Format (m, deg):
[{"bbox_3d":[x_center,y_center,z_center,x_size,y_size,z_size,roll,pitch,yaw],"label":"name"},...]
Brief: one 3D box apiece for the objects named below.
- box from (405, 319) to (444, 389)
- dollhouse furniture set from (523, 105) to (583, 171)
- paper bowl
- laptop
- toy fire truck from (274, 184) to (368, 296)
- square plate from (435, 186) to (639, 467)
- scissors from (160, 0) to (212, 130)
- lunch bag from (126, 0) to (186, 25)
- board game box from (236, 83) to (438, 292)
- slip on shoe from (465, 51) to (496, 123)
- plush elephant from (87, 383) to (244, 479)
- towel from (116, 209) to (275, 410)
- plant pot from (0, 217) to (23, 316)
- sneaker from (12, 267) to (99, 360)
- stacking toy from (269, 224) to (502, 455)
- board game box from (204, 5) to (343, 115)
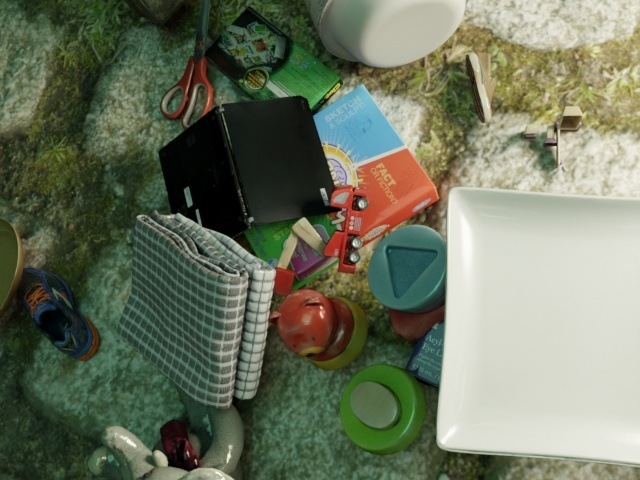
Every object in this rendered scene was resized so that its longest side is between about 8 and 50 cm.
[{"bbox_3d":[0.243,0.147,1.102,0.153,0.108,0.207,22,81,19],"label":"box"},{"bbox_3d":[0.377,-0.161,1.156,0.091,0.114,0.081,1,79,12],"label":"dollhouse furniture set"},{"bbox_3d":[0.125,-0.401,1.194,0.284,0.284,0.148,-22,70,7],"label":"paper bowl"},{"bbox_3d":[-0.132,-0.106,1.250,0.264,0.136,0.234,-30,67,32],"label":"laptop"},{"bbox_3d":[0.000,0.000,1.158,0.135,0.047,0.192,8,94,1],"label":"toy fire truck"},{"bbox_3d":[0.330,0.110,0.938,0.344,0.049,0.347,4,80,5],"label":"square plate"},{"bbox_3d":[-0.227,-0.357,1.387,0.109,0.021,0.297,21,90,24],"label":"scissors"},{"bbox_3d":[-0.330,-0.608,1.356,0.256,0.305,0.212,-47,59,-3],"label":"lunch bag"},{"bbox_3d":[0.007,-0.089,1.252,0.316,0.064,0.242,-33,69,3],"label":"board game box"},{"bbox_3d":[0.286,-0.268,1.245,0.041,0.051,0.135,-8,66,0],"label":"slip on shoe"},{"bbox_3d":[-0.235,0.363,1.080,0.272,0.255,0.330,-39,69,1],"label":"plush elephant"},{"bbox_3d":[-0.205,0.100,1.125,0.283,0.121,0.235,27,119,39],"label":"towel"},{"bbox_3d":[-0.635,0.072,1.352,0.236,0.032,0.236,-14,64,30],"label":"plant pot"},{"bbox_3d":[-0.490,0.123,1.303,0.221,0.087,0.083,40,86,21],"label":"sneaker"},{"bbox_3d":[0.088,0.137,1.031,0.309,0.130,0.279,-34,52,17],"label":"stacking toy"},{"bbox_3d":[-0.093,-0.327,1.366,0.136,0.030,0.259,-45,69,-4],"label":"board game box"}]
